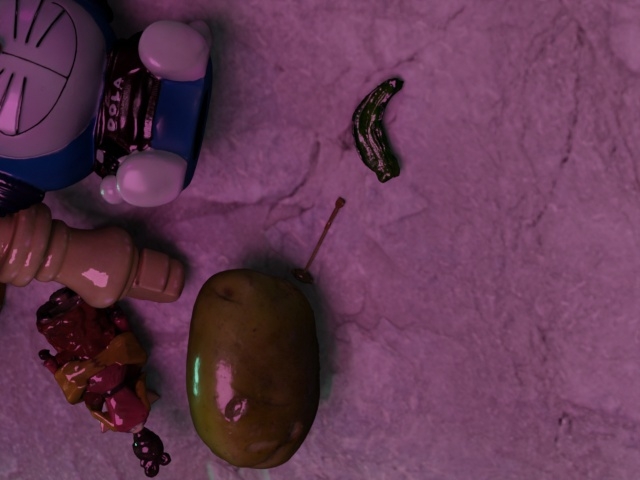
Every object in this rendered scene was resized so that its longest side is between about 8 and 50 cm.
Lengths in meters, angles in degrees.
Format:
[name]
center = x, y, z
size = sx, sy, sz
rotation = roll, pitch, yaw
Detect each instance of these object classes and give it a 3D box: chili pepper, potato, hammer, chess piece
[chili pepper]
center = 0.061, -0.122, 1.535
size = 0.055, 0.035, 0.118
rotation = 4, 108, 6
[potato]
center = -0.075, 0.151, 1.637
size = 0.148, 0.197, 0.228
rotation = 7, 84, 14
[hammer]
center = 0.000, 0.000, 1.632
size = 0.029, 0.014, 0.123
rotation = 26, 120, -2
[chess piece]
center = -0.341, 0.005, 1.628
size = 0.397, 0.117, 0.117
rotation = 19, 127, -25

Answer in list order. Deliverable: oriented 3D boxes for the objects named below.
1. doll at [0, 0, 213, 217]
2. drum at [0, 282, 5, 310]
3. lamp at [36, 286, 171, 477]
[doll]
center = -0.279, -0.157, 1.540
size = 0.309, 0.240, 0.284
rotation = 11, 79, 1
[drum]
center = -0.631, 0.040, 1.788
size = 0.431, 0.214, 0.431
rotation = 10, 119, 18
[lamp]
center = -0.264, 0.173, 1.773
size = 0.118, 0.118, 0.253
rotation = -21, 110, 29
